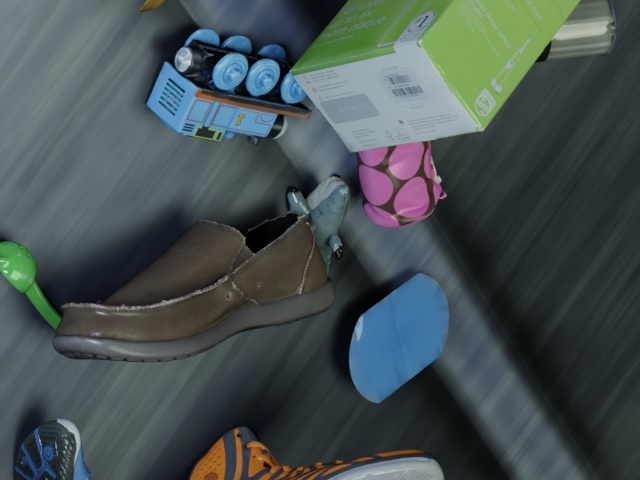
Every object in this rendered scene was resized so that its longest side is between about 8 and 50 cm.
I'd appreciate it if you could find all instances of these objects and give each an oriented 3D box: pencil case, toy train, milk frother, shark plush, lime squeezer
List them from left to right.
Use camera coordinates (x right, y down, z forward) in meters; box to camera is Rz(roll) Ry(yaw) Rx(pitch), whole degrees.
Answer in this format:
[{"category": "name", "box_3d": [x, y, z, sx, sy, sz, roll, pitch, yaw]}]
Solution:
[{"category": "lime squeezer", "box_3d": [-0.351, 0.043, 1.782, 0.310, 0.058, 0.110, 5, 140, -46]}, {"category": "toy train", "box_3d": [-0.088, -0.154, 1.880, 0.184, 0.080, 0.105, 7, 118, -47]}, {"category": "shark plush", "box_3d": [0.000, 0.000, 2.052, 0.073, 0.067, 0.161, -5, 116, -41]}, {"category": "pencil case", "box_3d": [0.085, -0.122, 2.044, 0.098, 0.095, 0.209, -10, 127, -1]}, {"category": "milk frother", "box_3d": [0.254, -0.280, 2.064, 0.135, 0.129, 0.143, -9, 129, -13]}]

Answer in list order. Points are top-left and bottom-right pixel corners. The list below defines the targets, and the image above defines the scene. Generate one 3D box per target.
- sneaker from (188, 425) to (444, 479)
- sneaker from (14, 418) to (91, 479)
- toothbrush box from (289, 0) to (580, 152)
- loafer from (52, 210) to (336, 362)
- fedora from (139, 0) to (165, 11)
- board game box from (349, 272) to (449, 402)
[{"category": "sneaker", "box_3d": [-0.027, 0.274, 2.087, 0.321, 0.180, 0.124, -17, 128, -2]}, {"category": "sneaker", "box_3d": [-0.277, 0.271, 1.961, 0.081, 0.080, 0.211, -25, 138, -38]}, {"category": "toothbrush box", "box_3d": [0.136, -0.234, 1.870, 0.122, 0.206, 0.283, 53, 58, -23]}, {"category": "loafer", "box_3d": [-0.139, 0.044, 1.929, 0.366, 0.134, 0.130, -16, 100, -47]}, {"category": "fedora", "box_3d": [-0.140, -0.310, 1.710, 0.079, 0.194, 0.194, 31, 91, -10]}, {"category": "board game box", "box_3d": [0.087, 0.114, 2.227, 0.169, 0.033, 0.133, -36, 128, -29]}]
